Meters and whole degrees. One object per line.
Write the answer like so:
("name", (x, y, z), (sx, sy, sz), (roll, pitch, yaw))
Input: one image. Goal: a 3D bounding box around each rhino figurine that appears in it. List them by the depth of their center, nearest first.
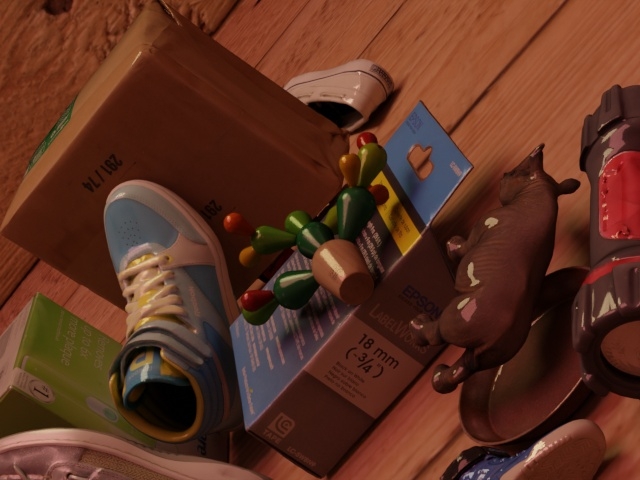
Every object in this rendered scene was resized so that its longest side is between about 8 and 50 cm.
("rhino figurine", (0.156, 0.010, 1.060), (0.106, 0.073, 0.243), (-33, 26, 55))

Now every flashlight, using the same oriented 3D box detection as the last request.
("flashlight", (0.242, -0.015, 0.949), (0.103, 0.103, 0.304), (-11, 37, 22))

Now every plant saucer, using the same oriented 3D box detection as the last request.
("plant saucer", (0.178, 0.098, 1.012), (0.168, 0.029, 0.168), (-45, 20, 22))

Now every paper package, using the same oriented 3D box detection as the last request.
("paper package", (-0.182, -0.079, 1.571), (0.325, 0.309, 0.168), (-47, 19, 26))

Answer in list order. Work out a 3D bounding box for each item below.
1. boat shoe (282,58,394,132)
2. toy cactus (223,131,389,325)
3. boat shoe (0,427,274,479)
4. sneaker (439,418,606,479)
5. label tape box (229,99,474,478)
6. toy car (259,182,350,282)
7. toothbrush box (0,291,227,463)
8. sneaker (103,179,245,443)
("boat shoe", (0.004, -0.185, 1.823), (0.268, 0.096, 0.088), (-7, 45, 54))
("toy cactus", (0.000, 0.000, 1.192), (0.219, 0.112, 0.180), (-44, 30, 2))
("boat shoe", (-0.191, 0.264, 1.240), (0.118, 0.321, 0.103), (88, -165, -55))
("sneaker", (0.142, 0.169, 0.929), (0.152, 0.058, 0.084), (-54, 26, 22))
("label tape box", (0.054, 0.043, 1.279), (0.333, 0.106, 0.240), (-49, 20, 12))
("toy car", (-0.037, 0.058, 1.555), (0.239, 0.053, 0.225), (-33, 29, 48))
("toothbrush box", (-0.251, 0.219, 1.429), (0.122, 0.283, 0.206), (-47, 20, 18))
("sneaker", (-0.180, 0.079, 1.393), (0.127, 0.319, 0.208), (-30, -5, 20))
